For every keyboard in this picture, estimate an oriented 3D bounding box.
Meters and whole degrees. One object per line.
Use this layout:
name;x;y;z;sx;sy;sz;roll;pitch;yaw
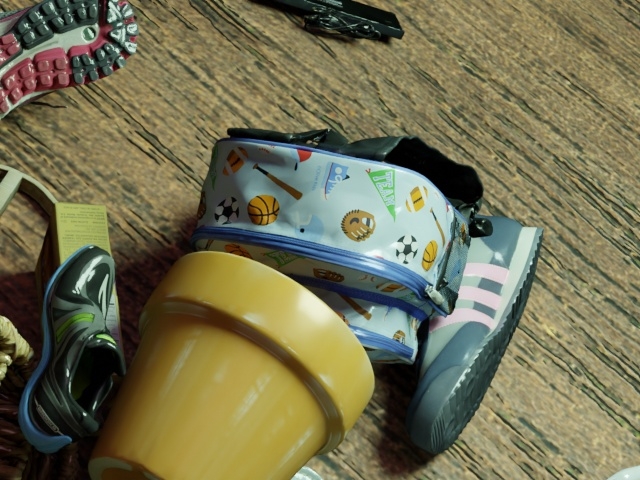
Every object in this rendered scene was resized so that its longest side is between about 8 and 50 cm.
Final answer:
keyboard;0.006;-0.275;1.794;0.192;0.038;0.100;15;25;-13

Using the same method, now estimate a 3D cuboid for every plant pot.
plant pot;-0.088;0.145;1.210;0.205;0.205;0.188;33;59;3

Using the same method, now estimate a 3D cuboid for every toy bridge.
toy bridge;-0.312;-0.044;1.441;0.188;0.026;0.063;26;44;-4

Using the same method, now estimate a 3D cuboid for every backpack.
backpack;0.000;0.000;1.363;0.276;0.263;0.213;4;72;16

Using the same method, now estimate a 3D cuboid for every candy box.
candy box;-0.220;0.071;1.331;0.053;0.109;0.187;4;52;-20

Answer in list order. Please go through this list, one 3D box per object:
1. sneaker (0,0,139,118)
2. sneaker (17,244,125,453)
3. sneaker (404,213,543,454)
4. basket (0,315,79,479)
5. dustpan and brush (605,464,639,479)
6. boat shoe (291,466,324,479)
sneaker;-0.333;-0.170;1.487;0.299;0.112;0.121;-18;100;-20
sneaker;-0.189;0.086;1.193;0.067;0.078;0.188;52;33;-43
sneaker;0.126;0.086;1.506;0.131;0.112;0.319;18;42;15
basket;-0.294;0.199;1.115;0.223;0.213;0.299;19;47;-9
dustpan and brush;0.376;0.222;1.537;0.211;0.060;0.147;-11;56;-40
boat shoe;-0.041;0.300;1.218;0.118;0.103;0.320;29;37;-1
